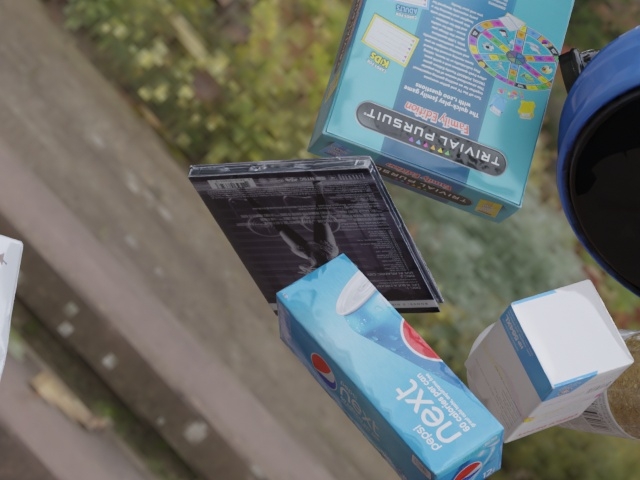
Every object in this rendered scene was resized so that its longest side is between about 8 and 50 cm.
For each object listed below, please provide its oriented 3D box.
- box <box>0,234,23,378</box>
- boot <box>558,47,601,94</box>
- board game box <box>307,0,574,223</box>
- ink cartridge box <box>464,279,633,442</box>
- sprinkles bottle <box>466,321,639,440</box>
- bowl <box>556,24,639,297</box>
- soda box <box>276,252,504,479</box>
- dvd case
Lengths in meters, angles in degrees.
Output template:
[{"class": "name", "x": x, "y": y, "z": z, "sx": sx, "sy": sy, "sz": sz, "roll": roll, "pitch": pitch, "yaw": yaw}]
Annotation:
[{"class": "box", "x": -0.433, "y": 0.108, "z": 1.558, "sx": 0.168, "sy": 0.215, "sz": 0.345, "roll": 22, "pitch": -25, "yaw": -35}, {"class": "boot", "x": 0.458, "y": -0.150, "z": 2.072, "sx": 0.348, "sy": 0.260, "sz": 0.131, "roll": 45, "pitch": 23, "yaw": -33}, {"class": "board game box", "x": 0.153, "y": -0.222, "z": 2.134, "sx": 0.254, "sy": 0.336, "sz": 0.079, "roll": 20, "pitch": -19, "yaw": -10}, {"class": "ink cartridge box", "x": 0.204, "y": 0.116, "z": 1.636, "sx": 0.090, "sy": 0.092, "sz": 0.143, "roll": 65, "pitch": -28, "yaw": 21}, {"class": "sprinkles bottle", "x": 0.302, "y": 0.152, "z": 1.928, "sx": 0.121, "sy": 0.121, "sz": 0.355, "roll": 47, "pitch": -20, "yaw": -21}, {"class": "bowl", "x": 0.411, "y": -0.048, "z": 1.686, "sx": 0.391, "sy": 0.077, "sz": 0.391, "roll": 16, "pitch": -38, "yaw": 13}, {"class": "soda box", "x": 0.053, "y": 0.111, "z": 1.413, "sx": 0.210, "sy": 0.071, "sz": 0.067, "roll": 48, "pitch": -22, "yaw": 29}, {"class": "dvd case", "x": 0.000, "y": 0.000, "z": 1.553, "sx": 0.221, "sy": 0.164, "sz": 0.018, "roll": 61, "pitch": 34, "yaw": -49}]
